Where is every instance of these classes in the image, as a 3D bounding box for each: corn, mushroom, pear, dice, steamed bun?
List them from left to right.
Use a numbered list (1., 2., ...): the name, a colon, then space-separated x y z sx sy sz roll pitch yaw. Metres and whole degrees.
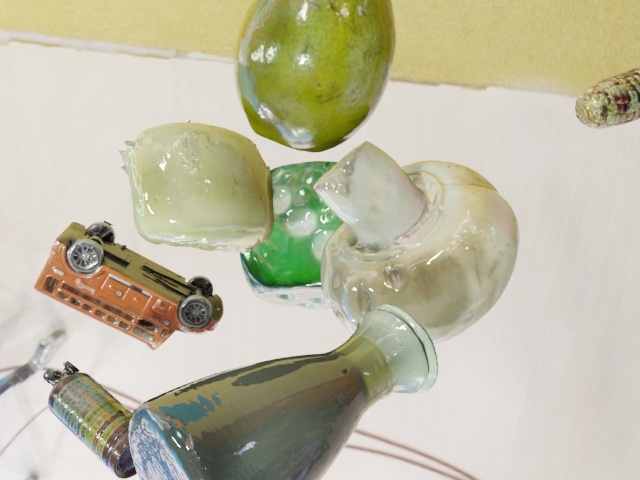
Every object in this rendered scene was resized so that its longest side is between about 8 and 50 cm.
1. steamed bun: -0.196 -0.097 1.110 0.166 0.273 0.231 -11 76 47
2. pear: -0.005 -0.290 0.992 0.253 0.253 0.307 30 105 5
3. dice: 0.000 0.000 1.486 0.300 0.287 0.296 -4 72 18
4. mushroom: 0.143 0.000 1.098 0.354 0.325 0.352 2 99 12
5. corn: 0.505 -0.236 1.044 0.086 0.254 0.086 38 140 42

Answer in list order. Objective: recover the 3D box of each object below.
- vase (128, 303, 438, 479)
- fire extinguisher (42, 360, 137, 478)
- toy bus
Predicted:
1. vase: -0.022 0.183 0.678 0.173 0.321 0.173 26 127 40
2. fire extinguisher: -0.341 0.253 0.930 0.252 0.075 0.106 27 135 30
3. toy bus: -0.352 0.098 1.208 0.329 0.143 0.153 29 101 -15
